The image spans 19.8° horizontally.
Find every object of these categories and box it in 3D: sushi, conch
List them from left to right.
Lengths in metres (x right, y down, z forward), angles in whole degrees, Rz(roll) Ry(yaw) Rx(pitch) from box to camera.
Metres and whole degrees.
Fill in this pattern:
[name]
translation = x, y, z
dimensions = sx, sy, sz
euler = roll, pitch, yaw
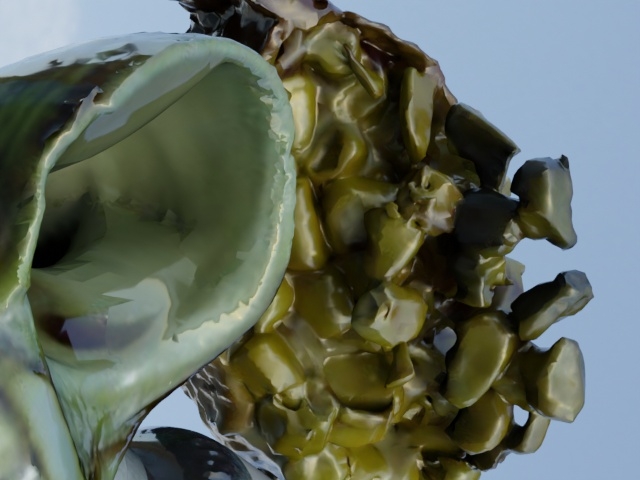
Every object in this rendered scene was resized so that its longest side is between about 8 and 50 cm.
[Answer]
[conch]
translation = -0.101, 0.025, 0.522
dimensions = 0.124, 0.181, 0.187
euler = 19, -68, 16
[sushi]
translation = 0.002, 0.003, 0.787
dimensions = 0.179, 0.167, 0.296
euler = -149, -129, -65

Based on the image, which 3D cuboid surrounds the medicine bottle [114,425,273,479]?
[medicine bottle]
translation = -0.042, 0.171, 0.764
dimensions = 0.141, 0.293, 0.141
euler = -29, -141, 27
